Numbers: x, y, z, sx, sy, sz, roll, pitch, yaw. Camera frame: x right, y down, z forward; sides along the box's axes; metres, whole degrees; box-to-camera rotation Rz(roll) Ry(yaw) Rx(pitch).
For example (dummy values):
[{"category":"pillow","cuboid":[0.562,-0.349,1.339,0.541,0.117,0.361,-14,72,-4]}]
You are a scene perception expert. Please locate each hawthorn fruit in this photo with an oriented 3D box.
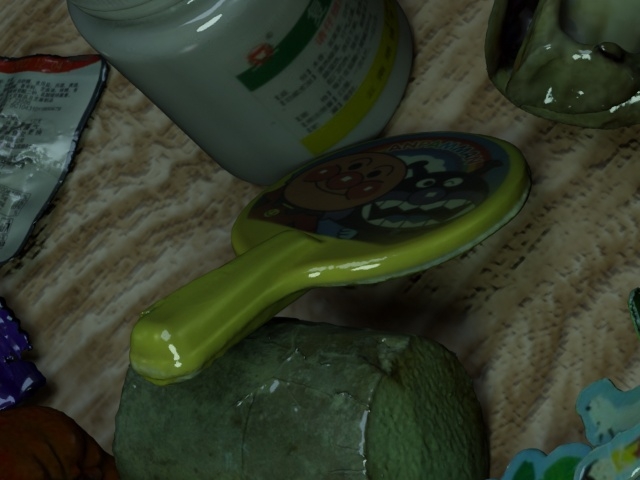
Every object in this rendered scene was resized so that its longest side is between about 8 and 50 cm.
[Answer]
[{"category":"hawthorn fruit","cuboid":[-0.255,0.249,1.509,0.243,0.207,0.207,-34,50,27]}]

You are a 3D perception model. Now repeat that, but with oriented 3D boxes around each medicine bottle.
[{"category":"medicine bottle","cuboid":[-0.087,-0.206,1.563,0.208,0.339,0.208,-14,57,24]}]

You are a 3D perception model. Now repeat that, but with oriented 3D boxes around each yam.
[{"category":"yam","cuboid":[-0.018,0.134,1.447,0.268,0.161,0.161,5,66,35]}]

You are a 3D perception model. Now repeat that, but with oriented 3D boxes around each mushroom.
[{"category":"mushroom","cuboid":[0.249,-0.183,1.496,0.217,0.212,0.292,16,50,-9]}]

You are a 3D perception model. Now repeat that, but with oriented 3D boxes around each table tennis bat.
[{"category":"table tennis bat","cuboid":[0.000,0.000,1.466,0.224,0.054,0.368,12,36,44]}]

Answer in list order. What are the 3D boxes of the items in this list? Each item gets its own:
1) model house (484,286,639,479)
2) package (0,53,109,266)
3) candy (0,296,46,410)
[{"category":"model house","cuboid":[0.166,0.253,1.217,0.312,0.242,0.358,-30,53,17]},{"category":"package","cuboid":[-0.294,-0.074,1.815,0.166,0.040,0.232,4,58,30]},{"category":"candy","cuboid":[-0.363,0.155,1.701,0.275,0.070,0.145,-39,57,0]}]
